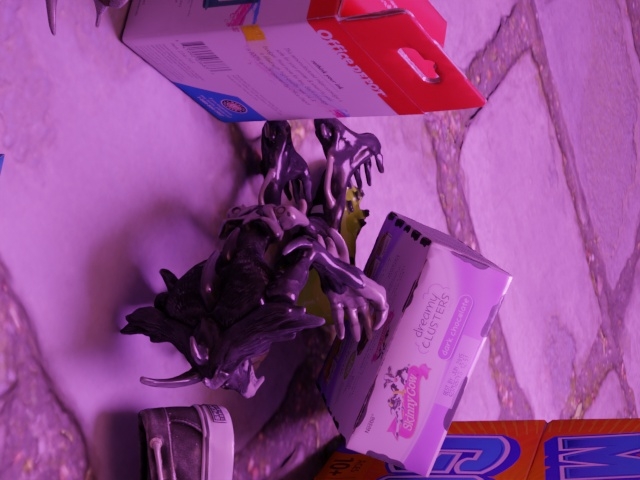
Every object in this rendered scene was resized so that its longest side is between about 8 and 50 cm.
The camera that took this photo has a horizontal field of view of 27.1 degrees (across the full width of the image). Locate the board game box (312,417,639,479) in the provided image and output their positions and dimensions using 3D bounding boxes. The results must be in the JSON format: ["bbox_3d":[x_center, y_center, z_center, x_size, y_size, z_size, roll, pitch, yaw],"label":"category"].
[{"bbox_3d":[0.167,0.364,1.016,0.356,0.356,0.357,-38,123,-68],"label":"board game box"}]

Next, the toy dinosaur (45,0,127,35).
[{"bbox_3d":[-0.135,-0.302,0.832,0.121,0.160,0.314,22,57,-29],"label":"toy dinosaur"}]

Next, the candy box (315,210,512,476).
[{"bbox_3d":[0.068,0.074,1.049,0.196,0.070,0.165,-128,-120,-79],"label":"candy box"}]

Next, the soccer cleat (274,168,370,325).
[{"bbox_3d":[0.000,0.000,1.101,0.179,0.072,0.060,-86,154,-48],"label":"soccer cleat"}]

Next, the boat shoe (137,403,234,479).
[{"bbox_3d":[-0.107,0.223,0.932,0.070,0.078,0.219,2,93,-23],"label":"boat shoe"}]

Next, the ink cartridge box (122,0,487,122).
[{"bbox_3d":[-0.005,-0.148,0.928,0.134,0.231,0.078,38,60,-51],"label":"ink cartridge box"}]

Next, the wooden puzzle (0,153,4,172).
[{"bbox_3d":[-0.235,-0.026,0.776,0.116,0.014,0.079,7,89,-57],"label":"wooden puzzle"}]

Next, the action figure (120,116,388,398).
[{"bbox_3d":[-0.032,0.032,0.962,0.141,0.164,0.276,59,39,-32],"label":"action figure"}]
